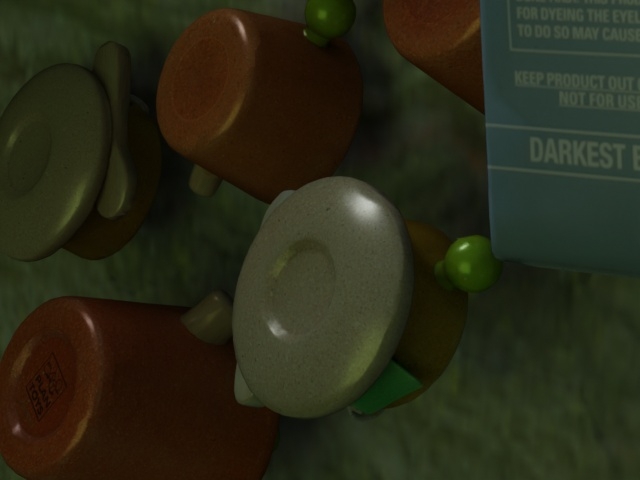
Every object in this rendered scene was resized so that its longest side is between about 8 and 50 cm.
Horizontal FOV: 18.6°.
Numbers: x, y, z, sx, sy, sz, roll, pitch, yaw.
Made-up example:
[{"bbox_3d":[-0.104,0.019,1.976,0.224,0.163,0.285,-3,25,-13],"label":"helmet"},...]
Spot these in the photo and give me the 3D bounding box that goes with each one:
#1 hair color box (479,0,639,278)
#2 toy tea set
[{"bbox_3d":[0.131,-0.190,0.530,0.114,0.185,0.374,7,108,36],"label":"hair color box"},{"bbox_3d":[0.000,0.000,0.761,0.336,0.124,0.200,-19,62,43],"label":"toy tea set"}]
